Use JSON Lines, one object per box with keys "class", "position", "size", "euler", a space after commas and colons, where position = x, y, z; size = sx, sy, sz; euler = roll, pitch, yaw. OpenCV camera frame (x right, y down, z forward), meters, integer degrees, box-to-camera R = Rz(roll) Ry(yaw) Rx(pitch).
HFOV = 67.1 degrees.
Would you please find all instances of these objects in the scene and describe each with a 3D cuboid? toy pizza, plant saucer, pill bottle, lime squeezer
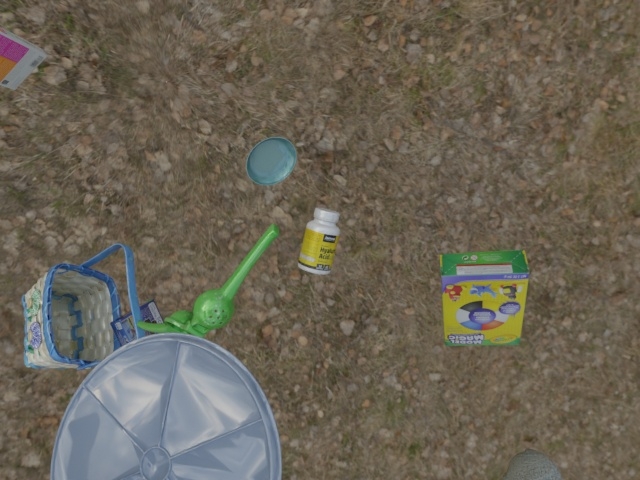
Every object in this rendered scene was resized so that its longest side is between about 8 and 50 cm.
{"class": "toy pizza", "position": [-0.123, 0.176, 0.385], "size": [0.201, 0.032, 0.202], "euler": [-4, 75, 14]}
{"class": "plant saucer", "position": [-0.111, -0.178, 1.063], "size": [0.119, 0.021, 0.119], "euler": [-18, 134, -20]}
{"class": "pill bottle", "position": [0.000, 0.000, 0.903], "size": [0.065, 0.065, 0.117], "euler": [9, 100, -20]}
{"class": "lime squeezer", "position": [-0.181, 0.092, 0.696], "size": [0.310, 0.110, 0.058], "euler": [-34, 142, 23]}

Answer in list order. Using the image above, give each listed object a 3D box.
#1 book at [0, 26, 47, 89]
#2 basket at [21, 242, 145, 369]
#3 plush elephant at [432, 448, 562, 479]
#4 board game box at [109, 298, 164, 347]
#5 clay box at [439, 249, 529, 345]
{"class": "book", "position": [-0.572, -0.329, 0.864], "size": [0.096, 0.144, 0.035], "euler": [-42, 88, 5]}
{"class": "basket", "position": [-0.523, 0.170, 1.086], "size": [0.288, 0.255, 0.201], "euler": [-23, 157, 14]}
{"class": "plush elephant", "position": [0.225, 0.435, 0.640], "size": [0.271, 0.255, 0.330], "euler": [-35, 86, -3]}
{"class": "board game box", "position": [-0.422, 0.262, 1.193], "size": [0.035, 0.136, 0.201], "euler": [-18, 99, 20]}
{"class": "clay box", "position": [0.267, 0.111, 0.798], "size": [0.127, 0.053, 0.222], "euler": [-4, 134, 14]}
